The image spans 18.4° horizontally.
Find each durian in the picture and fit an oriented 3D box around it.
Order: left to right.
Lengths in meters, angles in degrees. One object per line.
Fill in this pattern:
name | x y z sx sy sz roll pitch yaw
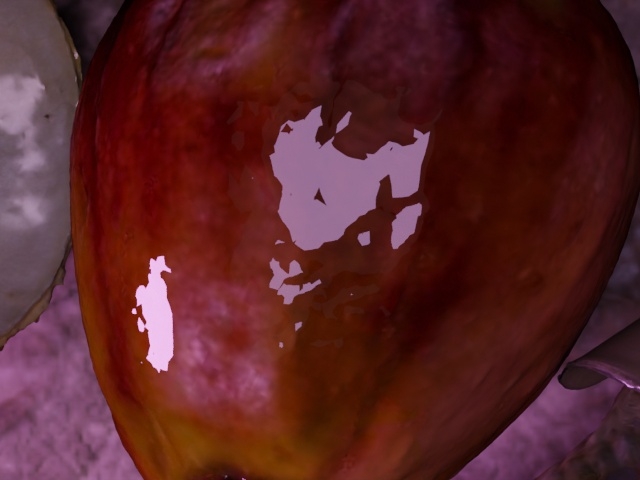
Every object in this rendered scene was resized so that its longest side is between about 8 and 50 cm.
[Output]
durian | -0.172 -0.051 0.834 0.144 0.139 0.252 5 97 3

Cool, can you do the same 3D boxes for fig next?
fig | 0.004 -0.010 0.780 0.224 0.224 0.263 26 104 4

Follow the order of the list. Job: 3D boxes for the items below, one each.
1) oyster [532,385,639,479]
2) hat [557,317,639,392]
oyster | 0.079 0.183 0.823 0.337 0.133 0.198 -36 69 -1
hat | 0.168 0.005 0.755 0.175 0.147 0.085 -24 107 -29
